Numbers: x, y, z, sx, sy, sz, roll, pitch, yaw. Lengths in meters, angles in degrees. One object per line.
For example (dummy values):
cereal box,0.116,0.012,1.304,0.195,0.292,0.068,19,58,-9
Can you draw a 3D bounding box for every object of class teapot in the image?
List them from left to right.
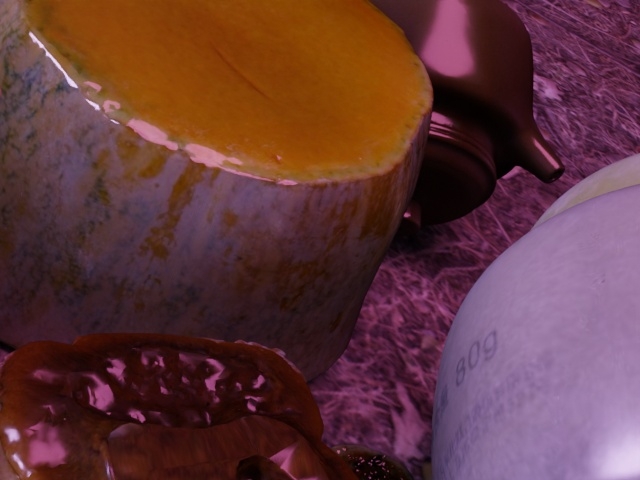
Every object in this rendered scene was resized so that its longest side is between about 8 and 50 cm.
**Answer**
teapot,0.058,-0.088,1.103,0.268,0.185,0.175,4,62,9

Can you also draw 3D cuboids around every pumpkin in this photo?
pumpkin,-0.093,-0.080,0.893,0.332,0.199,0.332,16,36,-12

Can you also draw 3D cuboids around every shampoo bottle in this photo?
shampoo bottle,0.219,0.122,0.779,0.322,0.322,0.317,29,38,-6

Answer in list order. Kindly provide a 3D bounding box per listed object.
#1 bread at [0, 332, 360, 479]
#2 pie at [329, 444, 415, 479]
bread,-0.073,0.137,0.698,0.210,0.110,0.192,4,41,-39
pie,0.030,0.158,0.852,0.085,0.017,0.085,23,32,-15
